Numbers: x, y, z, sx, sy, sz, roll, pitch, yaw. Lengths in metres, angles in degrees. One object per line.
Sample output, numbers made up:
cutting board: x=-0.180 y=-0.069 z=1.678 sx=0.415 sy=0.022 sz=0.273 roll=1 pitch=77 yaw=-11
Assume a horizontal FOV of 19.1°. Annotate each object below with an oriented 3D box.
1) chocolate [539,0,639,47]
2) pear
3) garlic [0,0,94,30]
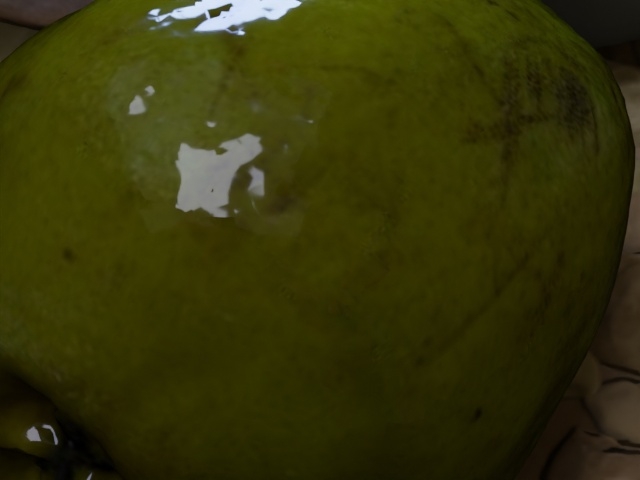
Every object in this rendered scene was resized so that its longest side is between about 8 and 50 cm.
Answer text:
chocolate: x=0.152 y=-0.225 z=1.020 sx=0.283 sy=0.186 sz=0.283 roll=-18 pitch=47 yaw=21
pear: x=0.000 y=0.000 z=0.833 sx=0.375 sy=0.287 sz=0.287 roll=-31 pitch=45 yaw=-34
garlic: x=-0.116 y=-0.245 z=0.901 sx=0.286 sy=0.313 sz=0.249 roll=-48 pitch=15 yaw=-19
